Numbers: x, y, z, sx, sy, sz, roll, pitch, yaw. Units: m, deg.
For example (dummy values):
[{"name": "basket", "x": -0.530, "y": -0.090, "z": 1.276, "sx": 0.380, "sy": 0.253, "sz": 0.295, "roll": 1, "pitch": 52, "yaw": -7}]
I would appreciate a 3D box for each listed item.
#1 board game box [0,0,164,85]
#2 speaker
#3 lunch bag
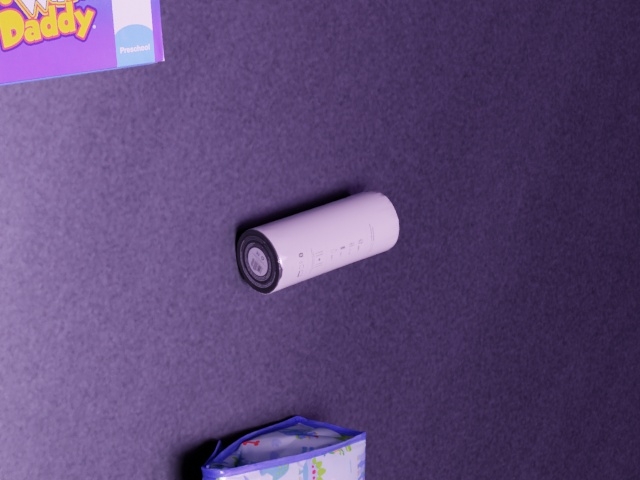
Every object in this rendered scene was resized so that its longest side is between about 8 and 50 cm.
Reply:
[{"name": "board game box", "x": -0.286, "y": -0.130, "z": 1.026, "sx": 0.233, "sy": 0.347, "sz": 0.078, "roll": -13, "pitch": 105, "yaw": -41}, {"name": "speaker", "x": 0.000, "y": 0.000, "z": 1.507, "sx": 0.136, "sy": 0.055, "sz": 0.055, "roll": -20, "pitch": 110, "yaw": -39}, {"name": "lunch bag", "x": -0.038, "y": 0.223, "z": 1.481, "sx": 0.151, "sy": 0.096, "sz": 0.128, "roll": -17, "pitch": 108, "yaw": -50}]
